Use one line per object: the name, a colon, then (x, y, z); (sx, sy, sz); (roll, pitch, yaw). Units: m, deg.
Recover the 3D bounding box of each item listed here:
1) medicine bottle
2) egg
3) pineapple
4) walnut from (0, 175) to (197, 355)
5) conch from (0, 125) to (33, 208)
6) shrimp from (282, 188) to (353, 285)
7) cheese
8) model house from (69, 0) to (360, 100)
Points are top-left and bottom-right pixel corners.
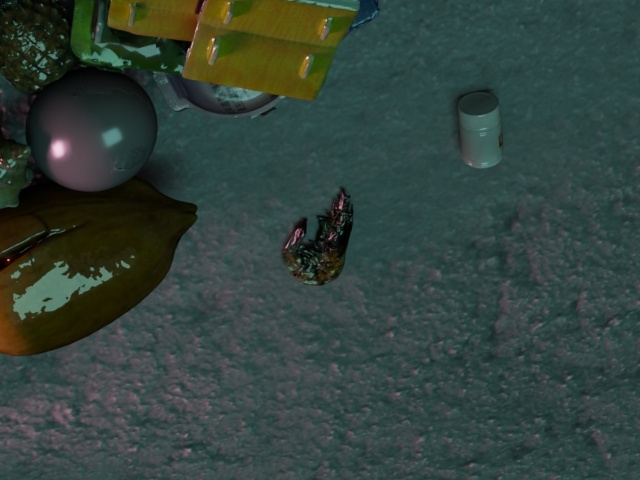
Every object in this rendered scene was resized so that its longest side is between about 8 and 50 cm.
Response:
medicine bottle: (0.211, -0.145, 1.942); (0.057, 0.057, 0.089); (-14, 130, -4)
egg: (-0.268, -0.132, 1.744); (0.146, 0.146, 0.198); (23, 159, -29)
pineapple: (-0.350, -0.266, 1.673); (0.108, 0.108, 0.198); (-25, 120, 5)
walnut: (-0.310, 0.019, 1.840); (0.336, 0.209, 0.209); (-20, 130, 0)
conch: (-0.409, -0.092, 1.775); (0.137, 0.234, 0.114); (-12, 99, -28)
shrimp: (0.000, 0.000, 2.015); (0.091, 0.034, 0.161); (5, 127, -18)
cheese: (-0.066, -0.242, 1.779); (0.286, 0.074, 0.189); (-28, 130, 3)
model house: (-0.086, -0.325, 1.545); (0.300, 0.323, 0.340); (7, 97, -14)
